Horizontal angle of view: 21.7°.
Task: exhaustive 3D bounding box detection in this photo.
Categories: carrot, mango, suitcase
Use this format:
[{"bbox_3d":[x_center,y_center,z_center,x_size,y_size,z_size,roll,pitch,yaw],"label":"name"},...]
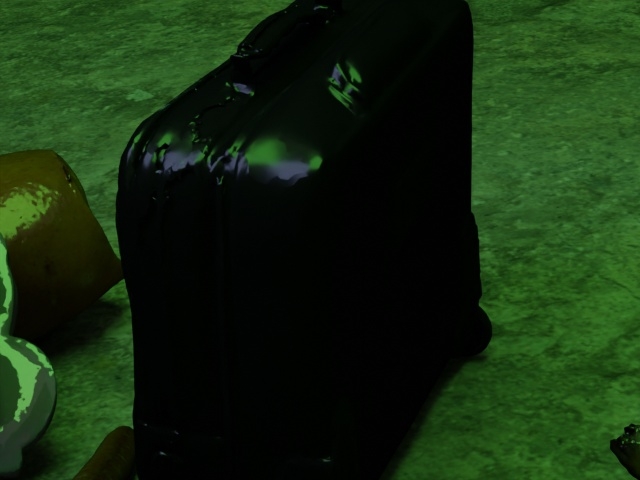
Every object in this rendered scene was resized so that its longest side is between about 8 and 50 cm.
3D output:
[{"bbox_3d":[-0.169,0.195,1.141,0.043,0.043,0.248,2,25,13],"label":"carrot"},{"bbox_3d":[-0.310,0.025,1.397,0.257,0.138,0.187,-29,51,-16],"label":"mango"},{"bbox_3d":[0.000,0.000,1.173,0.188,0.339,0.345,11,30,20],"label":"suitcase"}]

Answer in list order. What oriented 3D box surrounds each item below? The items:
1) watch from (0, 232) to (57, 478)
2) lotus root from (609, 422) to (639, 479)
[{"bbox_3d":[-0.310,0.037,1.185,0.211,0.217,0.248,-12,61,-9],"label":"watch"},{"bbox_3d":[0.291,0.149,1.108,0.190,0.094,0.108,-9,4,9],"label":"lotus root"}]
